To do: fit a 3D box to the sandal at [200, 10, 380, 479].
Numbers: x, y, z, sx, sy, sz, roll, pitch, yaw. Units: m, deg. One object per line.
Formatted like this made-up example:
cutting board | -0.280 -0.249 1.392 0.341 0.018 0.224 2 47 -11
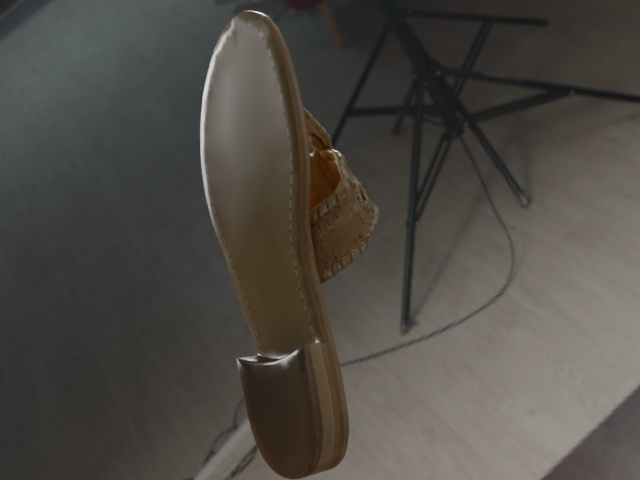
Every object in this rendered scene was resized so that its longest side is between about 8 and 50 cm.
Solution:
sandal | -0.004 0.001 0.477 0.079 0.240 0.088 -5 -3 -40
